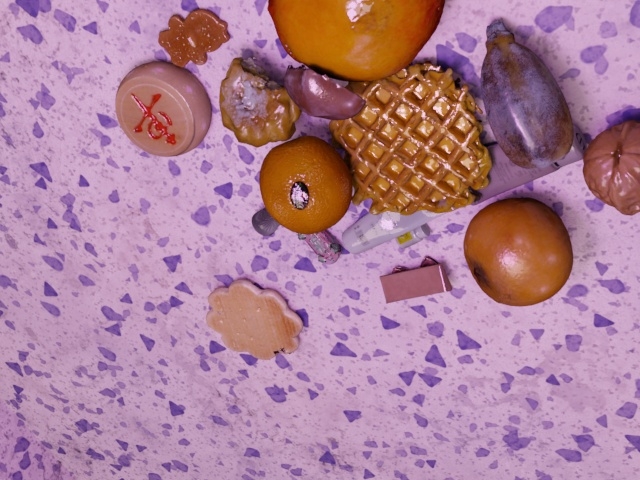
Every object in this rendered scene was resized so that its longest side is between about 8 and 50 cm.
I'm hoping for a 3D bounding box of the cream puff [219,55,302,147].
[{"bbox_3d":[-0.140,-0.315,1.846,0.221,0.195,0.194,42,131,15],"label":"cream puff"}]

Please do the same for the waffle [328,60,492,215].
[{"bbox_3d":[0.202,-0.226,1.811,0.382,0.095,0.379,-5,115,29],"label":"waffle"}]

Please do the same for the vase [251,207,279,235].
[{"bbox_3d":[-0.095,-0.092,2.047,0.096,0.096,0.219,42,131,-11],"label":"vase"}]

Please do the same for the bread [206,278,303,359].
[{"bbox_3d":[-0.202,0.243,2.355,0.316,0.054,0.316,11,129,14],"label":"bread"}]

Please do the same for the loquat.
[{"bbox_3d":[0.458,0.031,1.811,0.263,0.263,0.263,11,128,14],"label":"loquat"}]

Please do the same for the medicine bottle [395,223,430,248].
[{"bbox_3d":[0.237,-0.014,1.999,0.083,0.047,0.047,-29,110,35],"label":"medicine bottle"}]

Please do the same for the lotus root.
[{"bbox_3d":[0.414,-0.303,1.620,0.158,0.140,0.322,-20,98,38],"label":"lotus root"}]

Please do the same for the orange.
[{"bbox_3d":[-0.034,-0.129,1.833,0.236,0.236,0.236,11,128,14],"label":"orange"}]

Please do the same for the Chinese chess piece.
[{"bbox_3d":[-0.403,-0.332,1.985,0.251,0.097,0.251,10,127,14],"label":"Chinese chess piece"}]

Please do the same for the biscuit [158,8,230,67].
[{"bbox_3d":[-0.309,-0.494,1.875,0.184,0.027,0.133,-34,107,35],"label":"biscuit"}]

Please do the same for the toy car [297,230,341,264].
[{"bbox_3d":[0.000,0.000,2.098,0.142,0.055,0.069,50,127,0],"label":"toy car"}]

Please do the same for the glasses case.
[{"bbox_3d":[0.255,0.099,2.074,0.193,0.070,0.102,-15,90,32],"label":"glasses case"}]

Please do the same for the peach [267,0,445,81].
[{"bbox_3d":[0.069,-0.484,1.559,0.373,0.290,0.372,-5,151,-3],"label":"peach"}]

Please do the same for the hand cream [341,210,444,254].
[{"bbox_3d":[0.185,-0.055,1.979,0.321,0.067,0.109,-30,88,34],"label":"hand cream"}]

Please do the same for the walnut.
[{"bbox_3d":[0.660,-0.152,1.641,0.213,0.213,0.213,11,128,14],"label":"walnut"}]

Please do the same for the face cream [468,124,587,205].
[{"bbox_3d":[0.447,-0.177,1.778,0.314,0.089,0.143,-18,111,38],"label":"face cream"}]

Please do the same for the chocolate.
[{"bbox_3d":[-0.005,-0.302,1.655,0.161,0.261,0.083,26,96,-16],"label":"chocolate"}]
